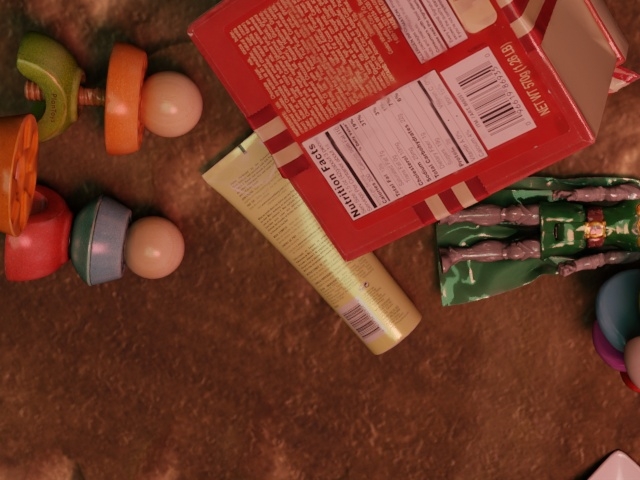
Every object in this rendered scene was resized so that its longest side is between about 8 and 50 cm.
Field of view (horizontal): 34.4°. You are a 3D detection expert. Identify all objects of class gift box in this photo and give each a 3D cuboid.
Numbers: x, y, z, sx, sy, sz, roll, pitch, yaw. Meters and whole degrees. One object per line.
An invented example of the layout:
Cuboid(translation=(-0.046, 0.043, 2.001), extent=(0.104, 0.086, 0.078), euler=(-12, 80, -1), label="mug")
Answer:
Cuboid(translation=(0.103, -0.164, 0.806), extent=(0.276, 0.258, 0.255), euler=(-22, 108, 28), label="gift box")

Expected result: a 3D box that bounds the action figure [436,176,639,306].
Cuboid(translation=(0.225, -0.012, 0.963), extent=(0.232, 0.063, 0.137), euler=(-5, 104, 1), label="action figure")

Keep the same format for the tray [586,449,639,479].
Cuboid(translation=(0.259, 0.355, 1.032), extent=(0.270, 0.030, 0.145), euler=(-44, 77, -7), label="tray")

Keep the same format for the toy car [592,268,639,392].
Cuboid(translation=(0.320, 0.089, 0.949), extent=(0.136, 0.159, 0.182), euler=(-4, 141, 46), label="toy car")

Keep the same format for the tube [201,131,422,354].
Cuboid(translation=(0.000, 0.000, 0.983), extent=(0.240, 0.062, 0.070), euler=(49, 60, -6), label="tube")

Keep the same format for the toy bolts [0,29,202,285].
Cuboid(translation=(-0.195, -0.043, 0.916), extent=(0.159, 0.218, 0.228), euler=(7, 126, -5), label="toy bolts")
